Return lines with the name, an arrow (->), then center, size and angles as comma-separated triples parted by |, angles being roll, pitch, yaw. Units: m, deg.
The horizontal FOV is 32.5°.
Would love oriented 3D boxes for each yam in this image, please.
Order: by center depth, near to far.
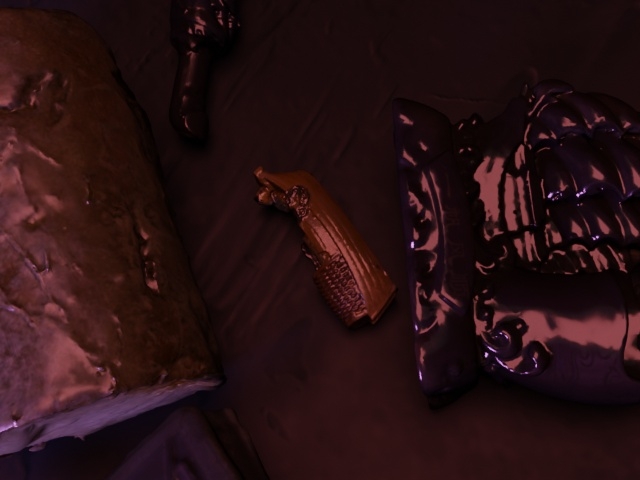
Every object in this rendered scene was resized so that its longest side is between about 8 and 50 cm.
yam -> -0.195, -0.002, 0.762 | 0.195, 0.195, 0.300 | -19, 70, -3

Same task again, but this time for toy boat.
toy boat -> 0.000, 0.000, 0.818 | 0.049, 0.047, 0.149 | -34, 72, -8

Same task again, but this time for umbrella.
umbrella -> -0.097, -0.198, 0.891 | 0.070, 0.071, 0.248 | 8, 72, 7

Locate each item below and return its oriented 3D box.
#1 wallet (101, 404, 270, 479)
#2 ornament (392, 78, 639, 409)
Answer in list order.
wallet -> -0.073, 0.232, 0.656 | 0.168, 0.052, 0.245 | -41, 53, 6
ornament -> 0.186, 0.003, 0.774 | 0.260, 0.106, 0.251 | -7, 71, 2
